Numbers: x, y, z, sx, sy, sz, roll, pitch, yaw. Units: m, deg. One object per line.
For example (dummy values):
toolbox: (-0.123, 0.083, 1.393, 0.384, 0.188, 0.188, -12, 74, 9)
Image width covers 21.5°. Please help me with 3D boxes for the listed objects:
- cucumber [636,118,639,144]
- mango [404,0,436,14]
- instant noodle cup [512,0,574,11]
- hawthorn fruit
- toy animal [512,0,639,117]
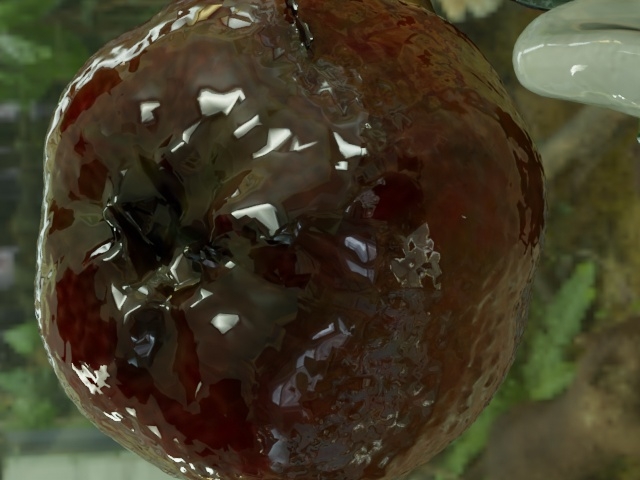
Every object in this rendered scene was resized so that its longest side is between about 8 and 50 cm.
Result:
cucumber: (0.249, -0.078, 1.038, 0.244, 0.134, 0.134, -98, 13, -46)
mango: (-0.001, -0.176, 1.256, 0.254, 0.175, 0.139, 48, 140, 4)
instant noodle cup: (0.251, -0.350, 1.633, 0.207, 0.207, 0.232, 136, 141, -73)
hawthorn fruit: (0.000, 0.000, 0.954, 0.369, 0.285, 0.284, 6, -99, -74)
toy animal: (0.179, -0.097, 0.514, 0.174, 0.249, 0.289, 61, -158, -64)
